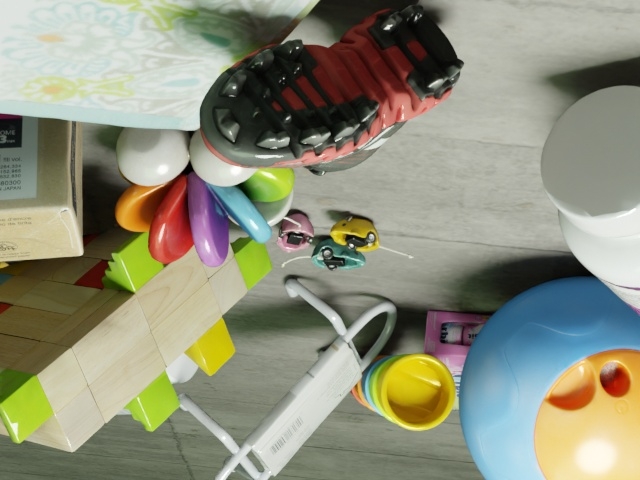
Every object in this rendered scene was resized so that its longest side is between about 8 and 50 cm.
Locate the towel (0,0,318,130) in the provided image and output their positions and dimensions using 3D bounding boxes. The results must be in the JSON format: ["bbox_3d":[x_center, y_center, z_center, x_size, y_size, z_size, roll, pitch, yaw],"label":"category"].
[{"bbox_3d":[-0.181,-0.194,0.975,0.375,0.090,0.320,4,155,-28],"label":"towel"}]

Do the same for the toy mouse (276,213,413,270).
[{"bbox_3d":[0.000,0.000,1.557,0.161,0.031,0.143,21,153,-30],"label":"toy mouse"}]

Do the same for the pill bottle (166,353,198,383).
[{"bbox_3d":[-0.302,0.118,1.754,0.283,0.160,0.160,-3,156,22],"label":"pill bottle"}]

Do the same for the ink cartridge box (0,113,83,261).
[{"bbox_3d":[-0.327,-0.078,1.196,0.235,0.193,0.088,-5,151,-4],"label":"ink cartridge box"}]

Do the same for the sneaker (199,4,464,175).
[{"bbox_3d":[-0.006,-0.098,1.065,0.135,0.097,0.276,-38,173,40],"label":"sneaker"}]

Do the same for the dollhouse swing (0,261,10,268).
[{"bbox_3d":[-0.623,0.009,1.614,0.305,0.315,0.347,31,170,30],"label":"dollhouse swing"}]

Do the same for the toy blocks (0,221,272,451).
[{"bbox_3d":[-0.274,0.084,1.503,0.261,0.381,0.190,5,125,39],"label":"toy blocks"}]

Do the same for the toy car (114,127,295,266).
[{"bbox_3d":[-0.117,-0.040,1.358,0.182,0.136,0.159,1,156,14],"label":"toy car"}]

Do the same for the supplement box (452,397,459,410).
[{"bbox_3d":[0.214,0.204,1.952,0.083,0.056,0.083,3,157,9],"label":"supplement box"}]

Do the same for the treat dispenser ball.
[{"bbox_3d":[0.303,0.184,1.579,0.288,0.288,0.288,6,157,2],"label":"treat dispenser ball"}]

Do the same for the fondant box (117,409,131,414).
[{"bbox_3d":[-0.442,0.186,2.043,0.330,0.096,0.238,-4,155,27],"label":"fondant box"}]

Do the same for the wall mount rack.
[{"bbox_3d":[-0.048,0.204,1.795,0.130,0.350,0.304,37,166,25],"label":"wall mount rack"}]

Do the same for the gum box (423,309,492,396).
[{"bbox_3d":[0.197,0.152,1.824,0.107,0.062,0.188,3,157,10],"label":"gum box"}]

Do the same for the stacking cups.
[{"bbox_3d":[0.089,0.198,1.828,0.096,0.096,0.316,11,173,-10],"label":"stacking cups"}]

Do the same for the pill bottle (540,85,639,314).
[{"bbox_3d":[0.318,-0.019,1.250,0.169,0.169,0.301,-9,153,32],"label":"pill bottle"}]
